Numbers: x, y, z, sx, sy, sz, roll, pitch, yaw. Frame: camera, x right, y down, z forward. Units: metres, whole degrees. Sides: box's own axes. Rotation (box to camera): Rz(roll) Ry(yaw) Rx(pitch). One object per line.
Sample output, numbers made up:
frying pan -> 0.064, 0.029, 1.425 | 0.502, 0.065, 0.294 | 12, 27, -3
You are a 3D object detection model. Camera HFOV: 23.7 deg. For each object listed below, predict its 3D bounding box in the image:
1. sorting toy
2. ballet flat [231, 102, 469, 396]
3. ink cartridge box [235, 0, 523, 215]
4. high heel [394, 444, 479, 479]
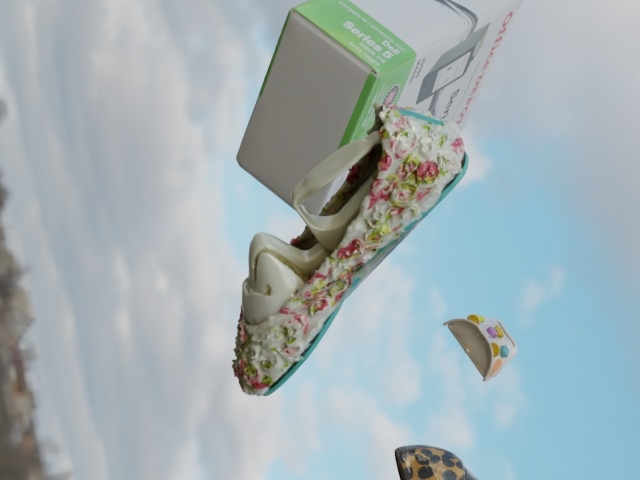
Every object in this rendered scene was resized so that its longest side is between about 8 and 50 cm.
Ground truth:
sorting toy -> 0.196, 0.113, 1.760 | 0.045, 0.075, 0.083 | -46, -112, 30
ballet flat -> 0.000, 0.000, 1.027 | 0.241, 0.077, 0.091 | -50, -156, 15
ink cartridge box -> 0.064, -0.166, 1.508 | 0.115, 0.273, 0.198 | 39, -46, 17
high heel -> 0.087, 0.347, 1.578 | 0.186, 0.261, 0.093 | 40, -11, -15
